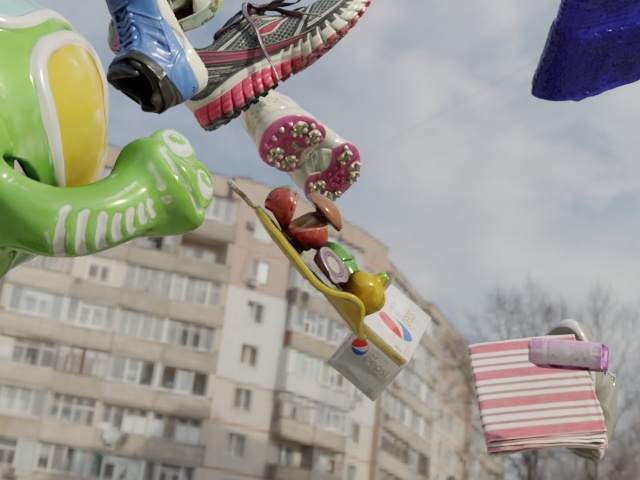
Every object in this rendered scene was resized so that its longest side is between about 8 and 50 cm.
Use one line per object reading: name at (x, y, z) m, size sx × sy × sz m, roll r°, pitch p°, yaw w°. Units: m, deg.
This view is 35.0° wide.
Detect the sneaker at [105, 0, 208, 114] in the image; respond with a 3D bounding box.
sneaker at (-0.182, -0.193, 0.985) m, size 0.058 × 0.084 × 0.152 m, roll -18°, pitch -71°, yaw 48°

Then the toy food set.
toy food set at (0.000, 0.000, 1.036) m, size 0.071 × 0.218 × 0.128 m, roll -40°, pitch -22°, yaw 1°

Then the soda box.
soda box at (0.077, 0.121, 1.252) m, size 0.074 × 0.069 × 0.216 m, roll 41°, pitch 16°, yaw 4°

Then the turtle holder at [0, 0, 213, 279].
turtle holder at (-0.256, -0.091, 0.750) m, size 0.320 × 0.243 × 0.227 m, roll -7°, pitch 20°, yaw 35°

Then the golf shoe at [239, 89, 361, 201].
golf shoe at (-0.032, -0.154, 1.567) m, size 0.115 × 0.140 × 0.306 m, roll -42°, pitch -27°, yaw 3°

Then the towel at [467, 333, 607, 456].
towel at (0.263, 0.188, 1.256) m, size 0.144 × 0.197 × 0.029 m, roll -5°, pitch -57°, yaw 3°

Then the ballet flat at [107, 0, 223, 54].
ballet flat at (-0.229, -0.350, 1.538) m, size 0.077 × 0.221 × 0.079 m, roll 42°, pitch -33°, yaw 18°

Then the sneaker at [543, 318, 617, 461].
sneaker at (0.432, 0.230, 1.682) m, size 0.105 × 0.115 × 0.281 m, roll 15°, pitch -45°, yaw 39°

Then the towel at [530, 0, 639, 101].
towel at (0.392, -0.322, 1.273) m, size 0.228 × 0.076 × 0.308 m, roll -25°, pitch -38°, yaw -31°

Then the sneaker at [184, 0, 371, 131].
sneaker at (-0.055, -0.265, 1.303) m, size 0.112 × 0.299 × 0.121 m, roll 55°, pitch -16°, yaw -4°

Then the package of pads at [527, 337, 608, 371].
package of pads at (0.275, 0.127, 1.127) m, size 0.083 × 0.031 × 0.050 m, roll 2°, pitch -10°, yaw 24°
